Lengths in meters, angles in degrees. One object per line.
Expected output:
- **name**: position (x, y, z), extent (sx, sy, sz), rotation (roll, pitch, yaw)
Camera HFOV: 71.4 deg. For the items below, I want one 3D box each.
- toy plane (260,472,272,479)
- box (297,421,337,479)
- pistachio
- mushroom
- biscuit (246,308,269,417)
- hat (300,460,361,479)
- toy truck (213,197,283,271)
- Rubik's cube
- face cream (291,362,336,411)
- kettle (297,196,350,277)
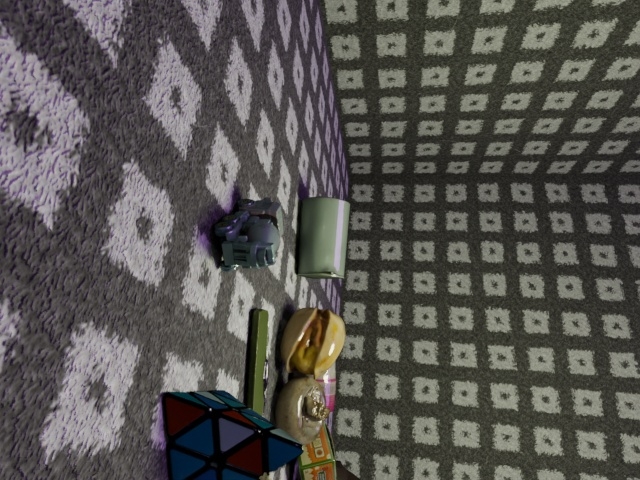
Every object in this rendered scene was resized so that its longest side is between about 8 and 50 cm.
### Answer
- **toy plane**: position (-0.162, 0.588, 1.155), extent (0.242, 0.104, 0.256), rotation (-75, 163, -47)
- **box**: position (-0.018, 0.865, 1.768), extent (0.178, 0.148, 0.195), rotation (-114, -163, -57)
- **pistachio**: position (-0.025, 0.356, 1.604), extent (0.309, 0.229, 0.230), rotation (-64, 154, -57)
- **mushroom**: position (-0.053, 0.582, 1.528), extent (0.226, 0.177, 0.227), rotation (-9, 90, -68)
- **biscuit**: position (-0.176, 0.354, 1.240), extent (0.099, 0.038, 0.323), rotation (30, 63, -75)
- **hat**: position (0.010, 1.032, 1.847), extent (0.209, 0.336, 0.238), rotation (35, 67, -33)
- **toy truck**: position (-0.150, -0.014, 1.037), extent (0.257, 0.140, 0.108), rotation (-69, 157, -64)
- **Rubik's cube**: position (-0.232, 0.416, 0.821), extent (0.250, 0.284, 0.234), rotation (39, 71, -46)
- **face cream**: position (-0.027, 0.556, 1.730), extent (0.175, 0.175, 0.195), rotation (51, 42, -75)
- **kettle**: position (-0.008, -0.002, 1.844), extent (0.205, 0.264, 0.318), rotation (12, 78, -48)
